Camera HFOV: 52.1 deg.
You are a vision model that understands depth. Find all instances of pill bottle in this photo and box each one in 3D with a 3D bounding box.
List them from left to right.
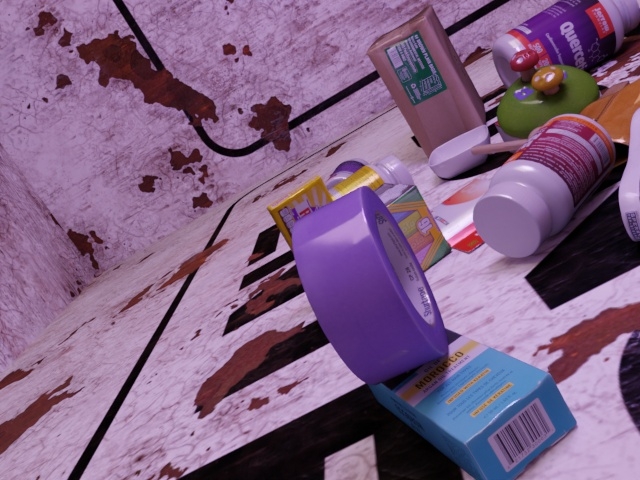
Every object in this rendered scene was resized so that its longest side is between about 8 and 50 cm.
[{"bbox_3d":[0.075,-0.140,1.642,0.108,0.108,0.193,-25,16,24],"label":"pill bottle"},{"bbox_3d":[0.093,-0.090,1.419,0.208,0.119,0.119,-35,15,-10],"label":"pill bottle"},{"bbox_3d":[0.315,-0.079,0.925,0.221,0.121,0.121,-40,17,-32],"label":"pill bottle"},{"bbox_3d":[0.595,-0.486,1.588,0.323,0.181,0.181,-31,14,2],"label":"pill bottle"}]

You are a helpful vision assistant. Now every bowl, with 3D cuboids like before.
[{"bbox_3d":[0.311,-0.188,1.433,0.142,0.053,0.142,-24,16,23],"label":"bowl"}]

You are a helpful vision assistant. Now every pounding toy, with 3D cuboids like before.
[{"bbox_3d":[0.380,-0.262,1.169,0.183,0.110,0.237,13,57,46],"label":"pounding toy"}]

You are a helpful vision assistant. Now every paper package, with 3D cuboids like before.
[{"bbox_3d":[0.284,-0.409,1.685,0.168,0.325,0.309,-26,16,21],"label":"paper package"}]

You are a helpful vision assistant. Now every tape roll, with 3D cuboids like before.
[{"bbox_3d":[0.053,0.044,0.667,0.080,0.189,0.189,-28,15,15],"label":"tape roll"}]

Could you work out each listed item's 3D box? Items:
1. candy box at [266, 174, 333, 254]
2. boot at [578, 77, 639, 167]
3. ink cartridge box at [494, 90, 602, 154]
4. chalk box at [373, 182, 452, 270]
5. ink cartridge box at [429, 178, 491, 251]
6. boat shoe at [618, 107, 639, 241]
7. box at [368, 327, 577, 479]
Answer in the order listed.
[{"bbox_3d":[0.000,0.000,1.134,0.105,0.206,0.027,-36,25,-14],"label":"candy box"},{"bbox_3d":[0.518,-0.197,0.991,0.211,0.104,0.295,-48,17,-31],"label":"boot"},{"bbox_3d":[0.448,-0.236,1.274,0.175,0.072,0.127,-30,14,7],"label":"ink cartridge box"},{"bbox_3d":[0.078,0.017,1.074,0.213,0.132,0.132,-35,16,-11],"label":"chalk box"},{"bbox_3d":[0.254,-0.046,1.099,0.145,0.045,0.179,-34,12,-8],"label":"ink cartridge box"},{"bbox_3d":[0.435,-0.099,0.809,0.088,0.096,0.267,-14,24,40],"label":"boat shoe"},{"bbox_3d":[0.131,0.150,0.660,0.100,0.060,0.244,-35,15,-13],"label":"box"}]
